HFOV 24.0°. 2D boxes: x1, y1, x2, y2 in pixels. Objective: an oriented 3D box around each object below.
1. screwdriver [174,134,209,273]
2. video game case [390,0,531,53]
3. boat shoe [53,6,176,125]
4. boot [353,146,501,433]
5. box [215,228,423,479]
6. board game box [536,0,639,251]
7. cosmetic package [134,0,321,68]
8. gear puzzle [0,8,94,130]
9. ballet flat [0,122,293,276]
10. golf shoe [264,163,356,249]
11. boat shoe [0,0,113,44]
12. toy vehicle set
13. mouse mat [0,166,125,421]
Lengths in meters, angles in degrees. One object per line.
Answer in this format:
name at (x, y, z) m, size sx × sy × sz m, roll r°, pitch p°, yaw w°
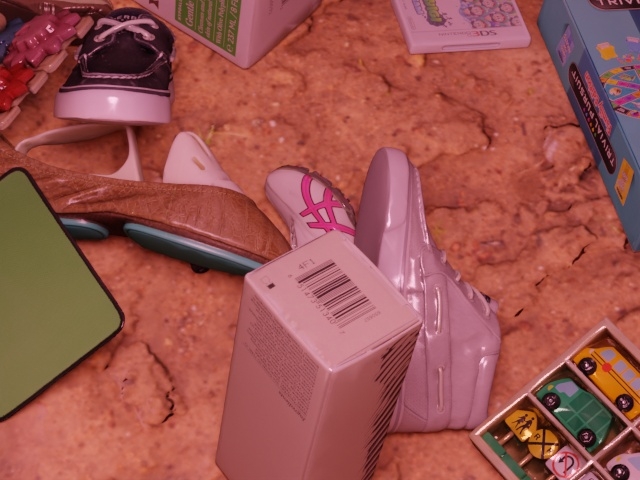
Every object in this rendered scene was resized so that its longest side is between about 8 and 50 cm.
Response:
screwdriver at (-0.131, -0.037, 1.486) m, size 0.024 × 0.025 × 0.170 m, roll -5°, pitch 49°, yaw -13°
video game case at (0.151, -0.277, 1.724) m, size 0.143 × 0.019 × 0.157 m, roll -5°, pitch 53°, yaw -14°
boat shoe at (-0.183, -0.168, 1.422) m, size 0.108 × 0.102 × 0.301 m, roll 4°, pitch 12°, yaw 2°
boot at (0.100, 0.047, 1.374) m, size 0.123 × 0.095 × 0.258 m, roll 3°, pitch 85°, yaw -16°
box at (-0.008, 0.126, 1.212) m, size 0.094 × 0.275 × 0.113 m, roll -28°, pitch 62°, yaw -28°
board game box at (0.408, -0.151, 1.630) m, size 0.253 × 0.079 × 0.336 m, roll -5°, pitch 53°, yaw -13°
cosmetic package at (-0.172, -0.375, 1.634) m, size 0.365 × 0.197 × 0.155 m, roll 31°, pitch 54°, yaw 17°
gear puzzle at (-0.364, -0.107, 1.417) m, size 0.175 × 0.044 × 0.339 m, roll -1°, pitch 45°, yaw 42°
ballet flat at (-0.174, -0.046, 1.398) m, size 0.342 × 0.116 × 0.124 m, roll 9°, pitch 78°, yaw 12°
golf shoe at (0.000, 0.000, 1.447) m, size 0.086 × 0.067 × 0.186 m, roll -31°, pitch 63°, yaw -27°
boat shoe at (-0.315, -0.246, 1.598) m, size 0.190 × 0.068 × 0.072 m, roll 4°, pitch 38°, yaw -19°
toy vehicle set at (0.277, 0.215, 1.301) m, size 0.166 × 0.035 × 0.267 m, roll -41°, pitch 65°, yaw -5°
mouse mat at (-0.277, 0.046, 1.337) m, size 0.152 × 0.007 × 0.190 m, roll -37°, pitch 74°, yaw 3°
